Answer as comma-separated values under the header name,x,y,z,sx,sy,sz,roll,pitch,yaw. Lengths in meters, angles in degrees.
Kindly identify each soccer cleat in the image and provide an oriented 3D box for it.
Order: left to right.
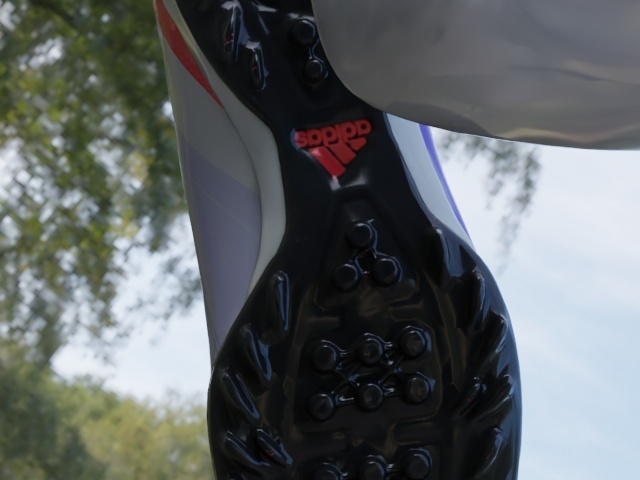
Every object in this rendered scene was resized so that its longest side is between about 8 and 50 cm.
name,x,y,z,sx,sy,sz,roll,pitch,yaw
soccer cleat,0.000,0.000,0.539,0.116,0.109,0.318,109,-30,-79

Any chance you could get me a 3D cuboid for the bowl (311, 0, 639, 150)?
name,x,y,z,sx,sy,sz,roll,pitch,yaw
bowl,0.066,-0.097,0.364,0.142,0.142,0.053,3,-12,-26
